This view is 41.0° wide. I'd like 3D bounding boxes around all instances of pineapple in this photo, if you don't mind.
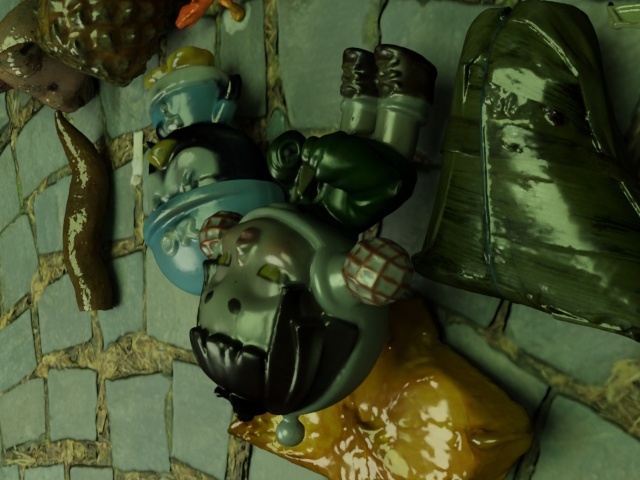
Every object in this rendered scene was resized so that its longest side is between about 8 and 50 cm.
[{"bbox_3d":[-0.234,-0.379,1.067,0.175,0.175,0.361,25,92,40],"label":"pineapple"}]

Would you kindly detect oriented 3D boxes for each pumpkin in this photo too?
[{"bbox_3d":[0.052,0.184,0.829,0.290,0.095,0.258,44,116,40],"label":"pumpkin"}]

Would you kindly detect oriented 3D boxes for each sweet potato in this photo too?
[{"bbox_3d":[-0.328,-0.041,1.199,0.059,0.067,0.281,131,136,-85],"label":"sweet potato"}]

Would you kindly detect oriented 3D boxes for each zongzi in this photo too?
[{"bbox_3d":[0.219,-0.053,0.656,0.274,0.125,0.250,19,109,40],"label":"zongzi"}]

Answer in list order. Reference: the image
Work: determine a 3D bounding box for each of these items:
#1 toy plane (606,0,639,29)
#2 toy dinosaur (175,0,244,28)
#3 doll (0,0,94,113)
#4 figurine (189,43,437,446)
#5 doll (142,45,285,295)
[{"bbox_3d":[0.312,-0.169,0.532,0.242,0.104,0.256,-22,32,14],"label":"toy plane"},{"bbox_3d":[-0.094,-0.329,0.948,0.288,0.117,0.070,-36,66,40],"label":"toy dinosaur"},{"bbox_3d":[-0.420,-0.237,1.241,0.303,0.201,0.156,-19,115,47],"label":"doll"},{"bbox_3d":[0.000,0.000,0.781,0.281,0.167,0.369,10,76,51],"label":"figurine"},{"bbox_3d":[-0.132,-0.064,0.968,0.177,0.141,0.313,-30,67,34],"label":"doll"}]
